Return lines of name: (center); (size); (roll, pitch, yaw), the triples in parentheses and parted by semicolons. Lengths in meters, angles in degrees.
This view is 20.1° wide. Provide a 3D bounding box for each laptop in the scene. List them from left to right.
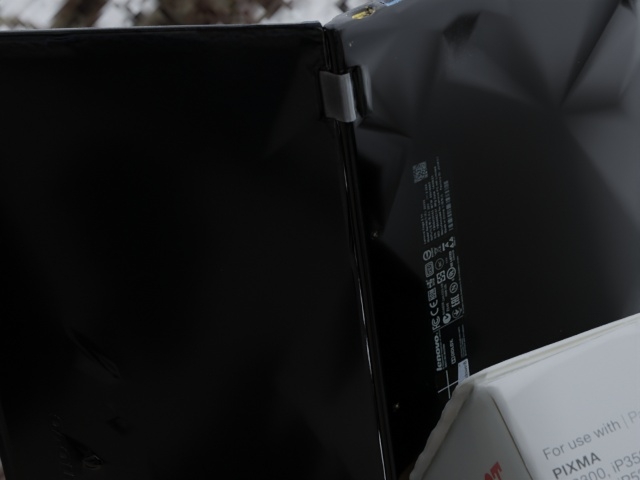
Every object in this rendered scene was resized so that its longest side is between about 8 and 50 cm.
laptop: (0.000, 0.000, 1.184); (0.236, 0.408, 0.382); (23, -50, 45)

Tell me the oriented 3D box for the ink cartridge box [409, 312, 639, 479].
ink cartridge box: (0.208, 0.246, 0.956); (0.279, 0.160, 0.385); (103, -37, -71)
